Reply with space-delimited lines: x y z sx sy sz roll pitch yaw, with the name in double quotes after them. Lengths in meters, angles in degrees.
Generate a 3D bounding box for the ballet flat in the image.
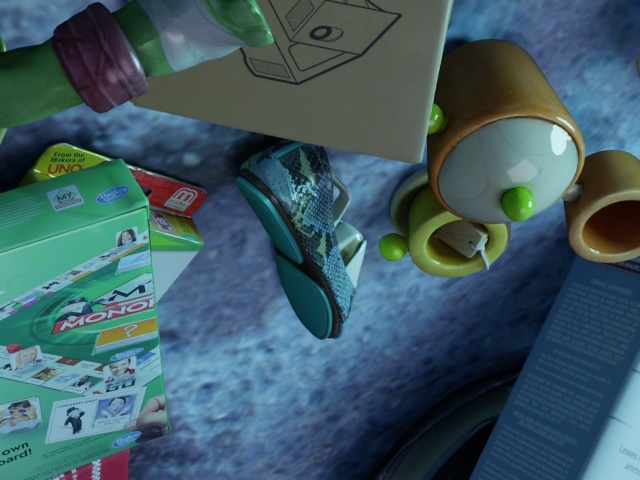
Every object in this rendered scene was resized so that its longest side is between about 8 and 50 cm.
0.000 0.000 0.787 0.070 0.070 0.188 -27 146 -6 "ballet flat"

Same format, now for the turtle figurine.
-0.170 -0.079 0.468 0.266 0.197 0.274 -31 147 2 "turtle figurine"

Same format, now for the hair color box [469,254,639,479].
0.241 0.176 0.941 0.185 0.114 0.374 28 86 -31 "hair color box"

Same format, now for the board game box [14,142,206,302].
-0.182 0.054 0.745 0.124 0.039 0.259 17 119 -45 "board game box"

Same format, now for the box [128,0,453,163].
-0.014 -0.133 0.584 0.164 0.021 0.201 13 135 5 "box"

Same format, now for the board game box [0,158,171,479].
-0.244 0.088 0.665 0.317 0.046 0.213 -18 139 -20 "board game box"

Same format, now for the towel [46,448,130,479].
-0.256 0.243 0.833 0.275 0.031 0.198 -21 141 -30 "towel"

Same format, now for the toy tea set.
0.206 -0.035 0.770 0.336 0.124 0.200 -7 137 -1 "toy tea set"

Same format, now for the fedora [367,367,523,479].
0.170 0.283 1.102 0.334 0.152 0.334 -21 133 -25 "fedora"
